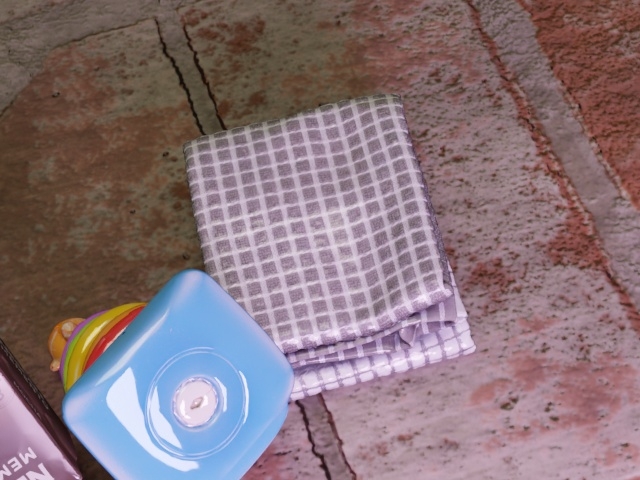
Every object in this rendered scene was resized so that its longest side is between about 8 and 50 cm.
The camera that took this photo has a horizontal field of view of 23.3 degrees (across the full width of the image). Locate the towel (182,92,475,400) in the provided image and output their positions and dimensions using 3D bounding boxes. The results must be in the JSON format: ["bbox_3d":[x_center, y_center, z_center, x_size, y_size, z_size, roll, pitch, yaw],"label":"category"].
[{"bbox_3d":[0.000,0.000,1.482,0.235,0.121,0.283,-14,55,-1],"label":"towel"}]

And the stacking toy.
[{"bbox_3d":[-0.175,0.117,1.388,0.175,0.166,0.302,-48,27,-17],"label":"stacking toy"}]

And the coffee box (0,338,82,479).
[{"bbox_3d":[-0.376,0.204,1.322,0.297,0.168,0.119,-33,22,-6],"label":"coffee box"}]
